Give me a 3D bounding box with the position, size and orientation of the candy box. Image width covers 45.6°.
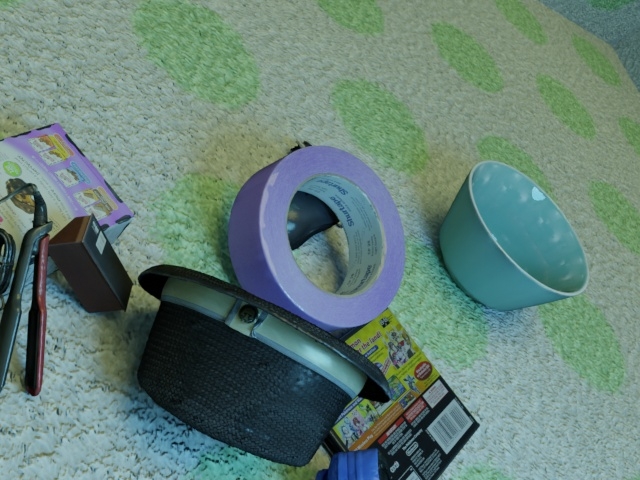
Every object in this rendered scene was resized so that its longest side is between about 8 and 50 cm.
[{"bbox_3d":[-0.361,-0.043,0.939,0.165,0.070,0.196,50,37,4],"label":"candy box"}]

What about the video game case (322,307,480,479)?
[{"bbox_3d":[0.098,0.249,1.139,0.248,0.035,0.275,52,39,7],"label":"video game case"}]

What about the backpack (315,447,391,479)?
[{"bbox_3d":[0.042,0.320,0.943,0.101,0.120,0.098,-6,49,-2],"label":"backpack"}]

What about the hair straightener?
[{"bbox_3d":[-0.334,0.051,0.812,0.089,0.047,0.230,7,90,-37],"label":"hair straightener"}]

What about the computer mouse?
[{"bbox_3d":[-0.028,-0.074,1.278,0.188,0.072,0.272,50,38,3],"label":"computer mouse"}]

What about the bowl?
[{"bbox_3d":[0.352,0.013,1.483,0.311,0.163,0.312,25,43,-26],"label":"bowl"}]

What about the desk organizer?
[{"bbox_3d":[-0.275,0.031,0.910,0.130,0.050,0.047,75,13,-46],"label":"desk organizer"}]

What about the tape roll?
[{"bbox_3d":[0.000,0.000,1.151,0.274,0.090,0.275,12,70,-36],"label":"tape roll"}]

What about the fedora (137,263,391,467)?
[{"bbox_3d":[-0.091,0.164,0.902,0.334,0.334,0.153,32,73,-17],"label":"fedora"}]
